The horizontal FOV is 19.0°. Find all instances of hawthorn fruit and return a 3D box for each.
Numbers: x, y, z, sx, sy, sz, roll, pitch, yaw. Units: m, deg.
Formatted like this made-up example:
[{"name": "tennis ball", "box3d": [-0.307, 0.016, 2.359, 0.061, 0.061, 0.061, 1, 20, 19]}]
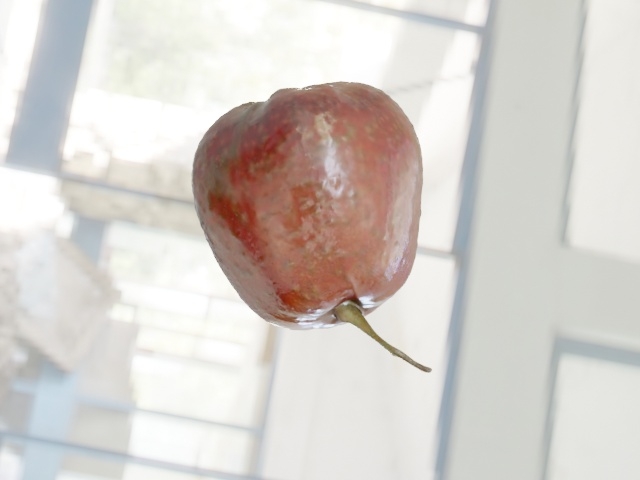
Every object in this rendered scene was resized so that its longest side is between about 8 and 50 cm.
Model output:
[{"name": "hawthorn fruit", "box3d": [0.000, 0.000, 1.264, 0.162, 0.163, 0.203, 133, -55, -80]}]
